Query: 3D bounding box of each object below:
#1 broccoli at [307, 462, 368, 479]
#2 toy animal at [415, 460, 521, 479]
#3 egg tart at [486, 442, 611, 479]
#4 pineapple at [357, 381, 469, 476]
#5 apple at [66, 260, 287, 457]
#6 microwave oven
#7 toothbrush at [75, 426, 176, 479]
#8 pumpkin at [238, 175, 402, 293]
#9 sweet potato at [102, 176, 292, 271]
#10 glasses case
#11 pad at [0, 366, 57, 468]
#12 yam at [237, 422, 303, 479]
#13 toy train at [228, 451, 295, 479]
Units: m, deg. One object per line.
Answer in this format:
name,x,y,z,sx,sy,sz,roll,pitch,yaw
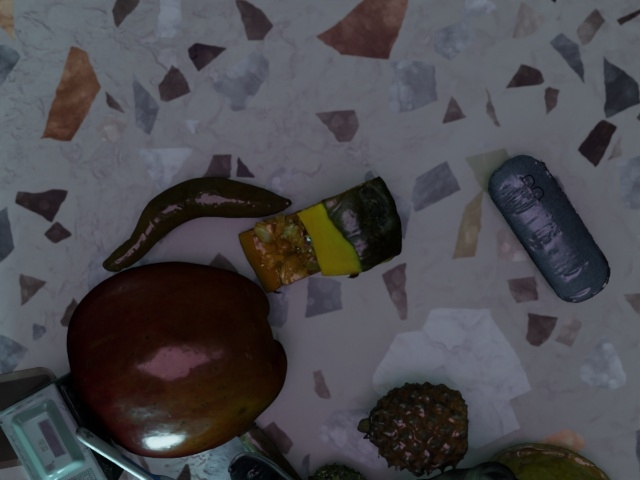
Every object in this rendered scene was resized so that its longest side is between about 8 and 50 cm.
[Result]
broccoli,0.034,0.444,1.539,0.097,0.092,0.095,42,116,-15
toy animal,0.181,0.448,1.434,0.343,0.168,0.106,-25,72,37
egg tart,0.389,0.524,1.473,0.345,0.132,0.345,-1,75,4
pineapple,0.160,0.327,1.494,0.193,0.166,0.166,1,96,3
apple,-0.247,0.206,1.508,0.364,0.295,0.329,-17,133,4
microwave oven,-0.446,0.353,1.503,0.122,0.162,0.208,-28,93,-4
toothbrush,-0.270,0.425,1.505,0.040,0.040,0.386,-45,117,5
pumpkin,0.000,0.001,1.445,0.280,0.190,0.139,-23,96,4
sweet potato,-0.229,-0.049,1.493,0.346,0.079,0.108,-21,78,-1
glasses case,0.399,-0.020,1.499,0.109,0.067,0.282,-34,93,6
pad,-0.601,0.337,1.582,0.266,0.002,0.176,-12,96,2
yam,-0.055,0.443,1.564,0.046,0.046,0.264,-38,93,4
toy train,0.005,0.509,1.471,0.407,0.088,0.086,37,76,21
